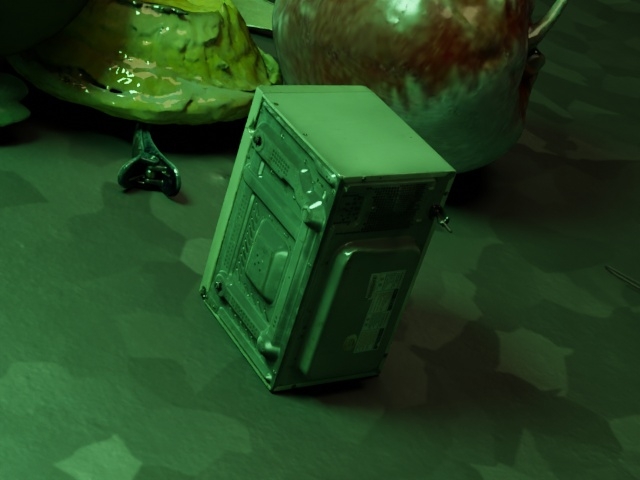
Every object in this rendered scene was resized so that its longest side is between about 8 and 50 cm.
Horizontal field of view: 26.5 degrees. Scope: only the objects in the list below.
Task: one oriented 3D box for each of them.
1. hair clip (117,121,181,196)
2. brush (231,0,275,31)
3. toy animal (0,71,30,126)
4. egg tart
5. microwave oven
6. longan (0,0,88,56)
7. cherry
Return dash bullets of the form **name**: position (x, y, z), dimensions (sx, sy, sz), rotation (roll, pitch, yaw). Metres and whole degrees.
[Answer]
- **hair clip**: position (-0.197, -0.122, 1.581), dimensions (0.070, 0.039, 0.229), rotation (9, 30, -11)
- **brush**: position (-0.004, -0.302, 1.955), dimensions (0.327, 0.070, 0.065), rotation (16, 12, 1)
- **toy animal**: position (-0.425, -0.138, 1.438), dimensions (0.125, 0.127, 0.251), rotation (24, 15, 33)
- **egg tart**: position (-0.206, -0.253, 1.667), dimensions (0.345, 0.133, 0.345), rotation (11, 23, -5)
- **microwave oven**: position (0.000, 0.000, 1.286), dimensions (0.145, 0.241, 0.194), rotation (-2, 36, -32)
- **longan**: position (-0.392, -0.380, 1.475), dimensions (0.360, 0.361, 0.361), rotation (13, 31, -8)
- **cherry**: position (0.119, -0.226, 1.670), dimensions (0.334, 0.292, 0.326), rotation (-4, -21, 40)
